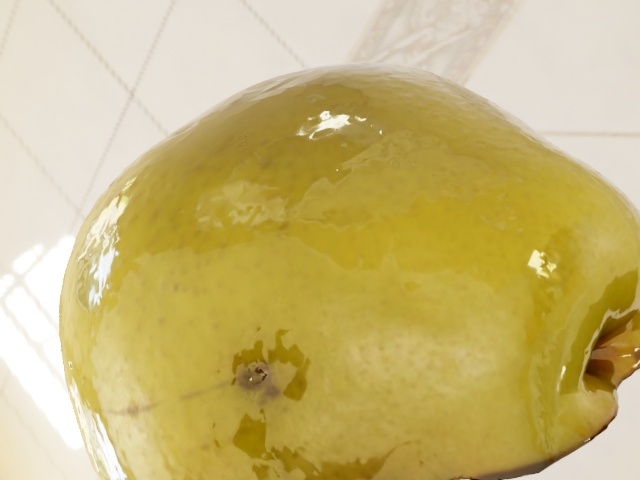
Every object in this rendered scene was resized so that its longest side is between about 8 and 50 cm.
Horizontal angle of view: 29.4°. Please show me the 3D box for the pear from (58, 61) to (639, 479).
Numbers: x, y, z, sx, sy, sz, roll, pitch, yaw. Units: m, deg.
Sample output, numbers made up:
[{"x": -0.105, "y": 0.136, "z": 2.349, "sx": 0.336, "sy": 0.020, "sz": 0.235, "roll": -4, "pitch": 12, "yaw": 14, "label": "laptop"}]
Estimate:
[{"x": 0.000, "y": 0.000, "z": 0.732, "sx": 0.387, "sy": 0.340, "sz": 0.191, "roll": -5, "pitch": 111, "yaw": 38, "label": "pear"}]
